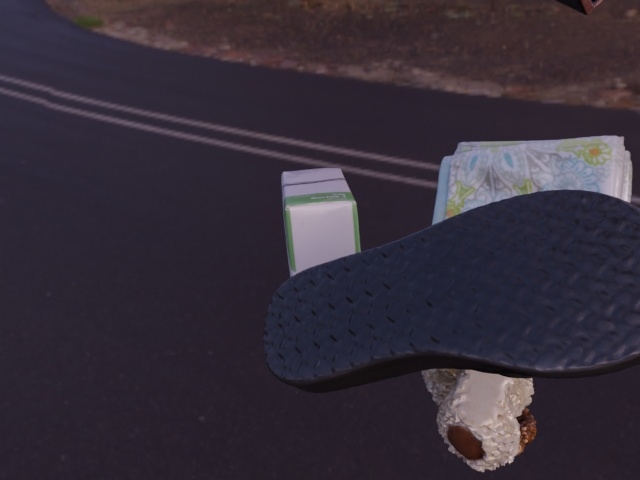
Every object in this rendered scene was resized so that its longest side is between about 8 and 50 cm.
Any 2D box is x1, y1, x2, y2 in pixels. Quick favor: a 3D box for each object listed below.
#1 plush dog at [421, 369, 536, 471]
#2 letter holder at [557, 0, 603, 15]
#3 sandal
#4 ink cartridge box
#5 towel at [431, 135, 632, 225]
[{"bbox_3d":[0.184,0.138,1.041,0.211,0.225,0.262,-33,65,-12],"label":"plush dog"},{"bbox_3d":[0.351,-0.505,1.286,0.214,0.152,0.302,-43,43,2],"label":"letter holder"},{"bbox_3d":[0.139,0.061,0.825,0.446,0.167,0.107,-11,-27,39],"label":"sandal"},{"bbox_3d":[0.000,0.000,1.163,0.093,0.160,0.219,-6,17,-1],"label":"ink cartridge box"},{"bbox_3d":[0.329,0.012,1.413,0.320,0.374,0.090,1,-14,37],"label":"towel"}]
